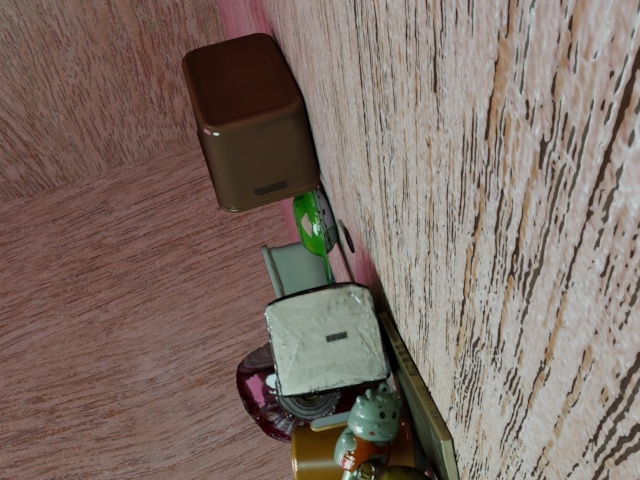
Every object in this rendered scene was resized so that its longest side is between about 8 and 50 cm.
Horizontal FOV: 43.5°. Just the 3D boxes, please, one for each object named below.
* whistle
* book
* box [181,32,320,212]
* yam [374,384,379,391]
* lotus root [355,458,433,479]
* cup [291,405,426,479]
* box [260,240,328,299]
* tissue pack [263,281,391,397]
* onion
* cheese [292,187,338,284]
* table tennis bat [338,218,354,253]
[{"bbox_3d":[0.082,0.377,1.465,0.106,0.101,0.253,-80,8,-80],"label":"whistle"},{"bbox_3d":[0.172,0.295,1.384,0.310,0.021,0.217,-114,7,-52],"label":"book"},{"bbox_3d":[-0.163,-0.274,1.795,0.229,0.239,0.339,79,171,-47],"label":"box"},{"bbox_3d":[0.146,0.378,2.021,0.116,0.021,0.021,111,141,-85],"label":"yam"},{"bbox_3d":[0.137,0.475,1.388,0.314,0.169,0.141,51,-158,-38],"label":"lotus root"},{"bbox_3d":[0.076,0.413,1.596,0.182,0.263,0.226,-93,-2,-51],"label":"cup"},{"bbox_3d":[-0.046,0.147,2.404,0.175,0.182,0.312,83,168,-71],"label":"box"},{"bbox_3d":[0.018,0.195,1.551,0.370,0.209,0.198,71,-169,-80],"label":"tissue pack"},{"bbox_3d":[-0.013,0.342,1.883,0.260,0.336,0.282,66,170,-5],"label":"onion"},{"bbox_3d":[0.000,0.000,1.878,0.204,0.083,0.321,122,132,-82],"label":"cheese"},{"bbox_3d":[0.054,-0.010,1.665,0.050,0.007,0.083,78,171,-56],"label":"table tennis bat"}]
